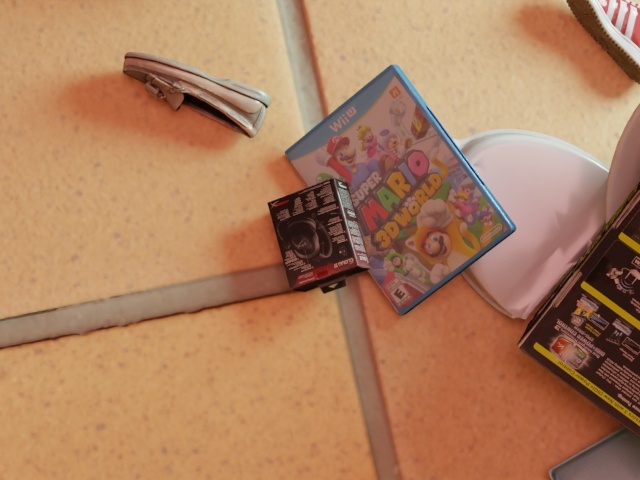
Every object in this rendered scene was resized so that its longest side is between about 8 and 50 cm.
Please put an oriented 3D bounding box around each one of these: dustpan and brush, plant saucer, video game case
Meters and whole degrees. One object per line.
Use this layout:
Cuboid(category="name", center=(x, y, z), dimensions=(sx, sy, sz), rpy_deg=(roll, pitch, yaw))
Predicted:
Cuboid(category="dustpan and brush", center=(0.129, -0.055, 1.332), dimensions=(0.211, 0.060, 0.147), rpy_deg=(42, 89, 0))
Cuboid(category="plant saucer", center=(0.277, 0.168, 1.301), dimensions=(0.192, 0.018, 0.067), rpy_deg=(-28, 80, -12))
Cuboid(category="video game case", center=(0.063, -0.041, 1.308), dimensions=(0.119, 0.015, 0.166), rpy_deg=(-38, 80, 18))

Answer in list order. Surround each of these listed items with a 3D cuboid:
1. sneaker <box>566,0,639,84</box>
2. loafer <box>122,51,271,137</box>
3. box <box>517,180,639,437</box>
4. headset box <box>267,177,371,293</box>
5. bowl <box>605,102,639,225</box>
Cuboid(category="sneaker", center=(0.261, -0.195, 1.378), dimensions=(0.067, 0.042, 0.118), rpy_deg=(-40, 90, -9))
Cuboid(category="loafer", center=(-0.104, -0.119, 1.330), dimensions=(0.125, 0.045, 0.039), rpy_deg=(17, 82, -3))
Cuboid(category="box", center=(0.319, 0.074, 1.225), dimensions=(0.270, 0.060, 0.216), rpy_deg=(36, 117, 5))
Cuboid(category="headset box", center=(0.000, 0.000, 1.301), dimensions=(0.062, 0.032, 0.083), rpy_deg=(-21, 77, 20))
Cuboid(category="bowl", center=(0.379, -0.037, 1.272), dimensions=(0.298, 0.134, 0.298), rpy_deg=(6, 110, 17))
